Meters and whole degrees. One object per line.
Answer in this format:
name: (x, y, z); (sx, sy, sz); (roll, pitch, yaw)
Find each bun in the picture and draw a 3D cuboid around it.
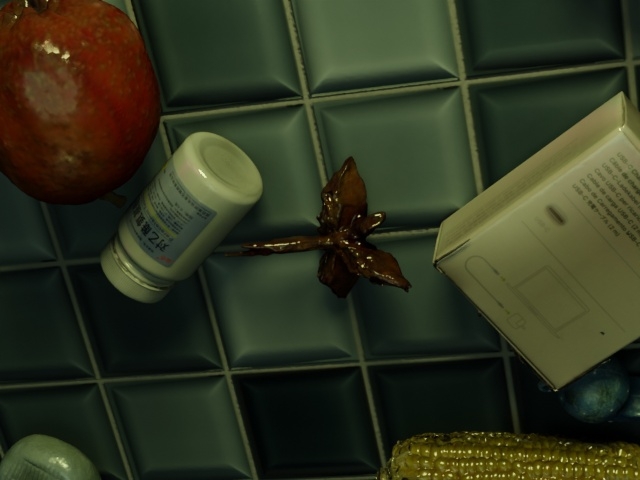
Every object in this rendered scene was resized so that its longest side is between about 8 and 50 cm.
bun: (-0.340, 0.308, 1.653); (0.141, 0.083, 0.141); (6, 112, 16)

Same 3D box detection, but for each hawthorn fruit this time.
hawthorn fruit: (-0.254, -0.128, 1.334); (0.205, 0.205, 0.253); (-9, 121, 16)

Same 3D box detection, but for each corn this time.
corn: (0.222, 0.273, 1.505); (0.318, 0.115, 0.115); (-1, 118, 9)

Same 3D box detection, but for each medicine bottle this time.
medicine bottle: (-0.154, -0.022, 1.419); (0.103, 0.103, 0.187); (39, 119, -10)

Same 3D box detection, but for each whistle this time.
whistle: (0.318, 0.159, 1.434); (0.158, 0.090, 0.090); (-1, 118, 13)

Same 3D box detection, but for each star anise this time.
star anise: (-0.003, 0.007, 1.394); (0.140, 0.144, 0.158); (-27, 80, 55)

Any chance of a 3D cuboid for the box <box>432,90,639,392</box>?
box: (0.274, 0.006, 1.345); (0.251, 0.106, 0.203); (-38, 105, 28)
